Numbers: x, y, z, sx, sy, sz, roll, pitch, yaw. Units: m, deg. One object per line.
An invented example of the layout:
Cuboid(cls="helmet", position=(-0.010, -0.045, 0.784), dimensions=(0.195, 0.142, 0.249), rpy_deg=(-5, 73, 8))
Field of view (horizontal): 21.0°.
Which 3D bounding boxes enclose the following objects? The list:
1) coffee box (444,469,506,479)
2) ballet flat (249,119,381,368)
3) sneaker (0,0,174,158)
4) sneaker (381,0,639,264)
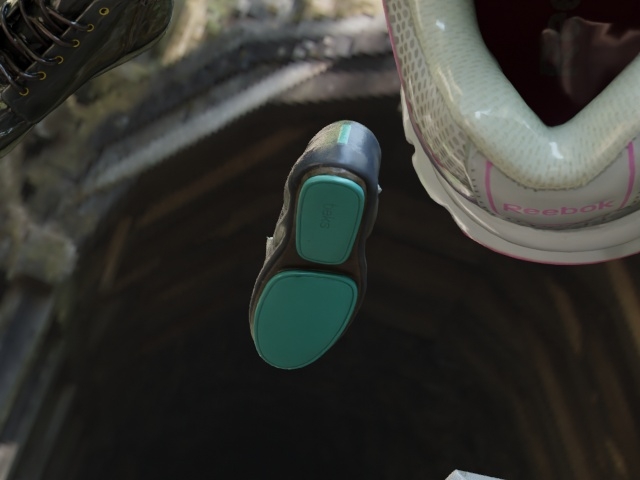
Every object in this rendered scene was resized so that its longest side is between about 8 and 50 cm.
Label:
Cuboid(cls="coffee box", position=(0.023, 0.228, 0.818), dimensions=(0.098, 0.246, 0.141), rpy_deg=(50, 10, 23))
Cuboid(cls="ballet flat", position=(0.000, 0.000, 1.083), dimensions=(0.074, 0.074, 0.203), rpy_deg=(19, -40, 3))
Cuboid(cls="sneaker", position=(-0.186, -0.124, 1.062), dimensions=(0.083, 0.222, 0.118), rpy_deg=(51, -17, 6))
Cuboid(cls="sneaker", position=(0.058, -0.115, 0.359), dimensions=(0.103, 0.252, 0.111), rpy_deg=(-4, 6, 6))
